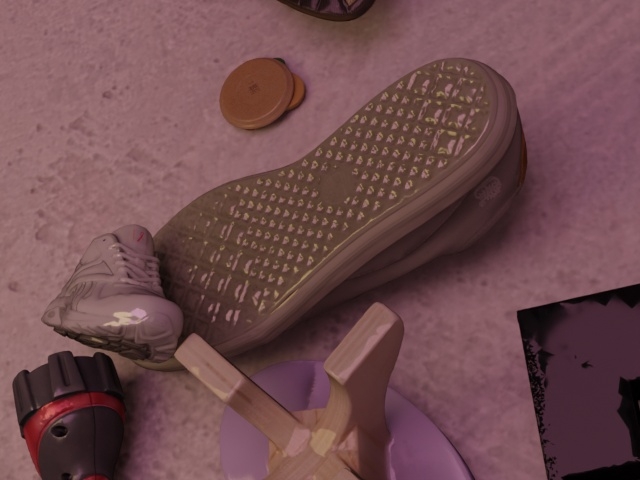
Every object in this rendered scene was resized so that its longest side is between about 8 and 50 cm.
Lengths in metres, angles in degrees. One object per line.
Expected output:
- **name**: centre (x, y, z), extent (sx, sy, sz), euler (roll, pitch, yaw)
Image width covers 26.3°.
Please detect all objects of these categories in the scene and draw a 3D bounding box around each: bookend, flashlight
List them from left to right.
- **flashlight**: centre (-0.190, 0.246, 1.190), extent (0.103, 0.103, 0.304), euler (-27, 59, 8)
- **bookend**: centre (0.250, 0.121, 1.086), extent (0.157, 0.072, 0.156), euler (-15, 64, 15)

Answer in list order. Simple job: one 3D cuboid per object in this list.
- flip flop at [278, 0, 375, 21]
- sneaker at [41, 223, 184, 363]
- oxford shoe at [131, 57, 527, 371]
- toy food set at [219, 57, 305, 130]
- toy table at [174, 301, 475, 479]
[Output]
- **flip flop**: centre (-0.031, -0.283, 1.384), extent (0.277, 0.080, 0.112), euler (25, 83, 44)
- **sneaker**: centre (-0.175, 0.039, 1.192), extent (0.232, 0.090, 0.115), euler (4, 71, 61)
- **oxford shoe**: centre (0.000, 0.000, 1.217), extent (0.449, 0.130, 0.169), euler (-31, 56, 23)
- **toy food set**: centre (-0.062, -0.147, 1.361), extent (0.083, 0.020, 0.082), euler (-44, 59, -1)
- **toy table**: centre (0.003, 0.180, 1.109), extent (0.274, 0.161, 0.252), euler (24, 78, 30)
